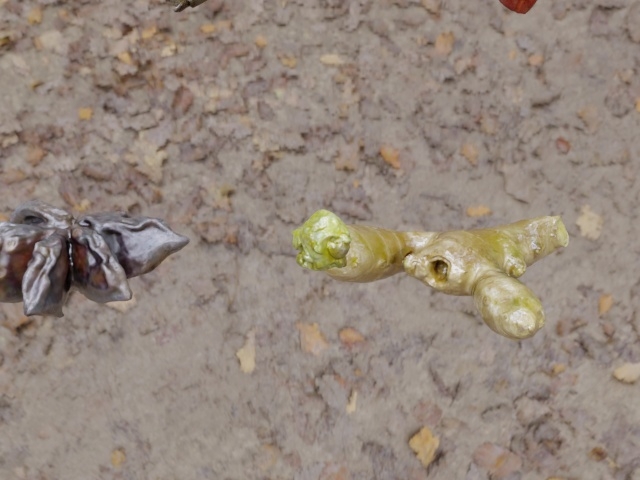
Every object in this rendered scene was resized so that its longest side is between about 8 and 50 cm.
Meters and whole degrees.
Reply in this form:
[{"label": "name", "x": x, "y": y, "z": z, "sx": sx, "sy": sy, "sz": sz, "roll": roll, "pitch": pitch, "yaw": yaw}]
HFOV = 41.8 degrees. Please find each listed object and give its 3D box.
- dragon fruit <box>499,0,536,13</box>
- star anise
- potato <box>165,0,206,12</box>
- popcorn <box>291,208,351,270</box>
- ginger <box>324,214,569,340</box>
[{"label": "dragon fruit", "x": 0.254, "y": -0.422, "z": 1.153, "sx": 0.192, "sy": 0.092, "sz": 0.122, "roll": 44, "pitch": 62, "yaw": 9}, {"label": "star anise", "x": -0.241, "y": 0.009, "z": 0.771, "sx": 0.231, "sy": 0.089, "sz": 0.209, "roll": 10, "pitch": 15, "yaw": 26}, {"label": "potato", "x": -0.139, "y": -0.473, "z": 0.893, "sx": 0.397, "sy": 0.296, "sz": 0.290, "roll": -55, "pitch": 37, "yaw": -9}, {"label": "popcorn", "x": 0.002, "y": -0.003, "z": 0.922, "sx": 0.060, "sy": 0.068, "sz": 0.083, "roll": -4, "pitch": 15, "yaw": -29}, {"label": "ginger", "x": 0.199, "y": 0.029, "z": 1.300, "sx": 0.363, "sy": 0.122, "sz": 0.348, "roll": 9, "pitch": 17, "yaw": 26}]
